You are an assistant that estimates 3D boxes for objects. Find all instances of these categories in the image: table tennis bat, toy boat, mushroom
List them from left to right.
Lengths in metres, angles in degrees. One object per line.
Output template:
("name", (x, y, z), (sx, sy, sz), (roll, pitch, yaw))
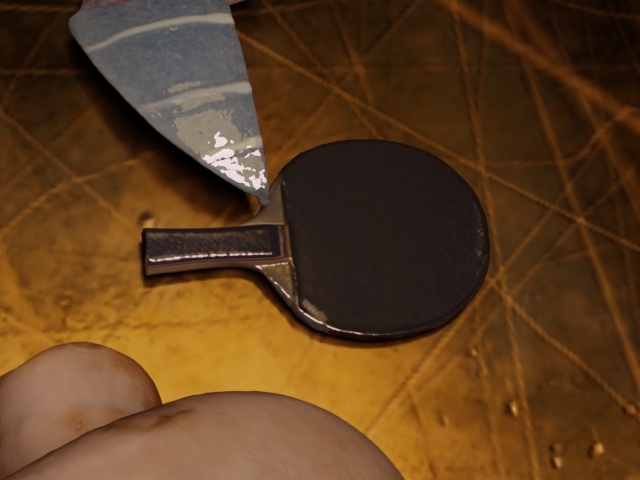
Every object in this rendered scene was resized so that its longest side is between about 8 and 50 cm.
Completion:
("mushroom", (-0.065, 0.123, 0.549), (0.206, 0.206, 0.209), (-21, 75, -17))
("toy boat", (-0.058, -0.072, 0.701), (0.096, 0.034, 0.122), (-10, 66, -8))
("table tennis bat", (0.000, 0.000, 0.703), (0.158, 0.014, 0.095), (-3, 71, -14))
